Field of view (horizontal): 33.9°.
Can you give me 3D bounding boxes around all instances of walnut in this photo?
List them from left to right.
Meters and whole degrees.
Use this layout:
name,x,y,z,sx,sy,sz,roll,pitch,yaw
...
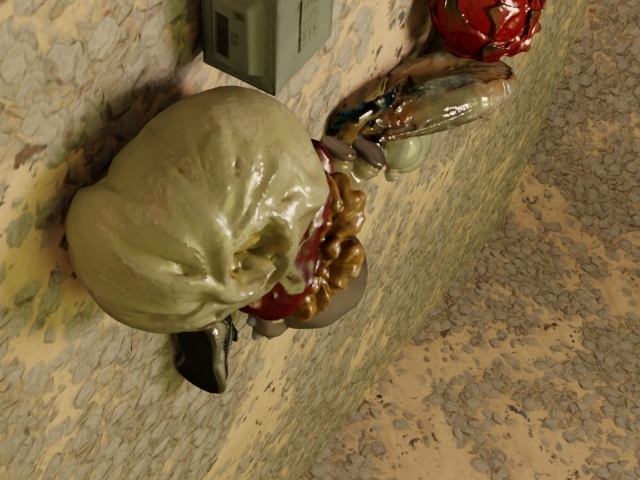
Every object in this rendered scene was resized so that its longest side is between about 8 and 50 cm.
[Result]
name,x,y,z,sx,sy,sz,roll,pitch,yaw
walnut,-0.050,-0.019,1.584,0.269,0.244,0.222,-71,166,15

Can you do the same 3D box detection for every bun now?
name,x,y,z,sx,sy,sz,roll,pitch,yaw
bun,-0.133,-0.021,1.322,0.365,0.219,0.365,-45,163,-17

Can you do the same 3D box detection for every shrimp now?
name,x,y,z,sx,sy,sz,roll,pitch,yaw
shrimp,0.192,-0.279,2.002,0.446,0.221,0.110,-26,138,-34

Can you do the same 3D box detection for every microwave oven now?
name,x,y,z,sx,sy,sz,roll,pitch,yaw
microwave oven,-0.067,-0.310,1.282,0.162,0.122,0.208,-50,160,-33

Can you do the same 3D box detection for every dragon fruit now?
name,x,y,z,sx,sy,sz,roll,pitch,yaw
dragon fruit,0.296,-0.467,2.003,0.293,0.234,0.233,45,68,-30

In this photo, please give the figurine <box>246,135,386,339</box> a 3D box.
name,x,y,z,sx,sy,sz,roll,pitch,yaw
figurine,0.000,-0.001,1.839,0.248,0.203,0.380,-27,141,-57

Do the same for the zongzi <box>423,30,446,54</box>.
name,x,y,z,sx,sy,sz,roll,pitch,yaw
zongzi,0.251,-0.369,2.252,0.204,0.094,0.204,-167,-93,-80

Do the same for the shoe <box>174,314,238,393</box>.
name,x,y,z,sx,sy,sz,roll,pitch,yaw
shoe,-0.182,0.169,1.769,0.227,0.099,0.112,93,23,-54

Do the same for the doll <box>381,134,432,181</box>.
name,x,y,z,sx,sy,sz,roll,pitch,yaw
doll,0.176,-0.199,2.200,0.275,0.113,0.154,-10,124,-68
